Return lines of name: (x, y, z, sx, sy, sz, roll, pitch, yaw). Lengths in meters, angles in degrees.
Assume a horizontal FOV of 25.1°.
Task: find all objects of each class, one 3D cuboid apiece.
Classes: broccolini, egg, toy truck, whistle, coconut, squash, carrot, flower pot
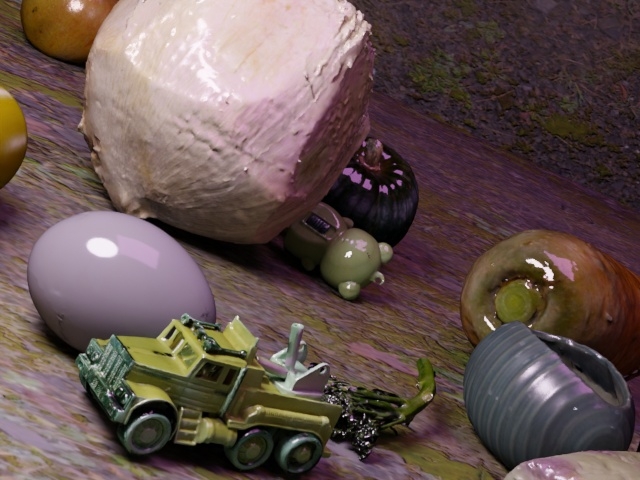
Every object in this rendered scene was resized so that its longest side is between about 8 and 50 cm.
broccolini: (0.058, 0.169, 1.652, 0.123, 0.062, 0.271, 46, 25, 11)
egg: (-0.198, 0.051, 1.444, 0.198, 0.146, 0.146, 29, 15, 0)
toy truck: (-0.098, 0.131, 1.379, 0.259, 0.135, 0.128, 11, 21, -37)
whistle: (0.000, 0.000, 2.054, 0.227, 0.105, 0.085, 34, -24, 21)
coconut: (-0.145, -0.175, 1.920, 0.404, 0.405, 0.404, 25, 15, -7)
squash: (0.047, -0.071, 2.196, 0.218, 0.172, 0.218, 18, 58, -31)
carrot: (0.345, 0.101, 2.060, 0.224, 0.224, 0.340, 36, 13, 28)
flower pot: (0.273, 0.198, 1.737, 0.189, 0.157, 0.243, 18, 19, -27)

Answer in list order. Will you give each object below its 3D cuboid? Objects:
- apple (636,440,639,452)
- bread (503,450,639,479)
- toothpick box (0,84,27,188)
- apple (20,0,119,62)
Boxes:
apple: (0.494, 0.281, 1.806, 0.188, 0.174, 0.188, 26, 18, -9)
bread: (0.337, 0.304, 1.500, 0.338, 0.155, 0.187, 9, 19, -48)
toothpick box: (-0.421, -0.105, 1.539, 0.175, 0.175, 0.271, 29, 12, 5)
apple: (-0.432, -0.389, 2.491, 0.182, 0.155, 0.182, 39, 10, -8)
